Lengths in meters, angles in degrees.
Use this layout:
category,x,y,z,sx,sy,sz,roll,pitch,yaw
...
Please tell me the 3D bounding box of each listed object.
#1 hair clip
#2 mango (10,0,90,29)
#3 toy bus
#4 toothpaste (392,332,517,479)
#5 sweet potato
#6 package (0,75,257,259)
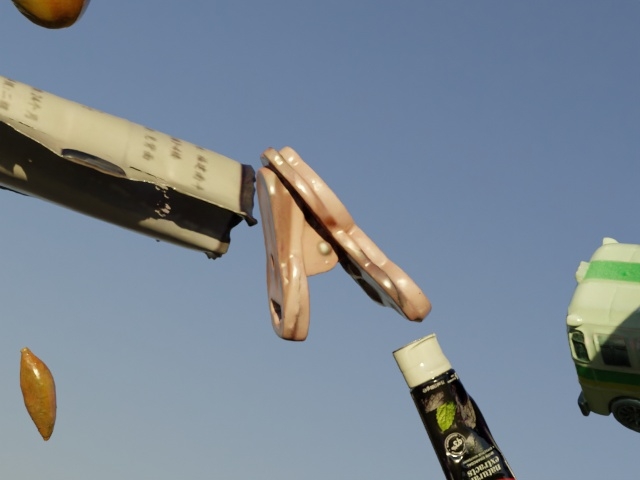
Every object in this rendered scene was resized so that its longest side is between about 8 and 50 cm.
category,x,y,z,sx,sy,sz,roll,pitch,yaw
hair clip,0.011,-0.003,1.157,0.102,0.138,0.123,-9,3,-15
mango,-0.324,-0.358,1.816,0.138,0.113,0.253,-7,-75,67
toy bus,0.366,0.090,1.487,0.276,0.133,0.164,4,-42,33
toothpaste,0.129,0.179,1.495,0.193,0.071,0.045,65,-20,5
sweet potato,-0.270,0.148,1.576,0.034,0.095,0.034,-13,10,2
package,-0.151,-0.048,0.923,0.204,0.062,0.251,22,-9,-16
